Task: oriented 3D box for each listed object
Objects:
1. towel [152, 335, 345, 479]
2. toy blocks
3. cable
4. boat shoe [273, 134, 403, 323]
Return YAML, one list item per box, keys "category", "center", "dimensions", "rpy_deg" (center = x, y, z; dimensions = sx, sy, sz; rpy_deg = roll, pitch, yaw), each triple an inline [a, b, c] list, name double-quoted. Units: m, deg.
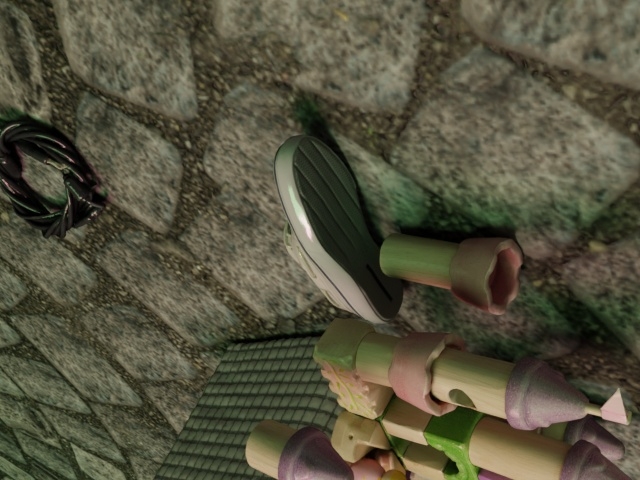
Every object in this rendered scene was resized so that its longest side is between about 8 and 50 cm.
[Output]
- category: "towel"
  center: [-0.048, 0.242, 0.974]
  dimensions: [0.283, 0.235, 0.121]
  rpy_deg: [-13, 130, 47]
- category: "toy blocks"
  center: [0.137, 0.195, 0.698]
  dimensions: [0.260, 0.309, 0.289]
  rpy_deg: [11, 140, 39]
- category: "cable"
  center: [-0.346, -0.070, 1.004]
  dimensions: [0.184, 0.047, 0.150]
  rpy_deg: [-13, 124, 47]
- category: "boat shoe"
  center: [0.000, 0.000, 0.775]
  dimensions: [0.075, 0.083, 0.226]
  rpy_deg: [1, 134, 36]
